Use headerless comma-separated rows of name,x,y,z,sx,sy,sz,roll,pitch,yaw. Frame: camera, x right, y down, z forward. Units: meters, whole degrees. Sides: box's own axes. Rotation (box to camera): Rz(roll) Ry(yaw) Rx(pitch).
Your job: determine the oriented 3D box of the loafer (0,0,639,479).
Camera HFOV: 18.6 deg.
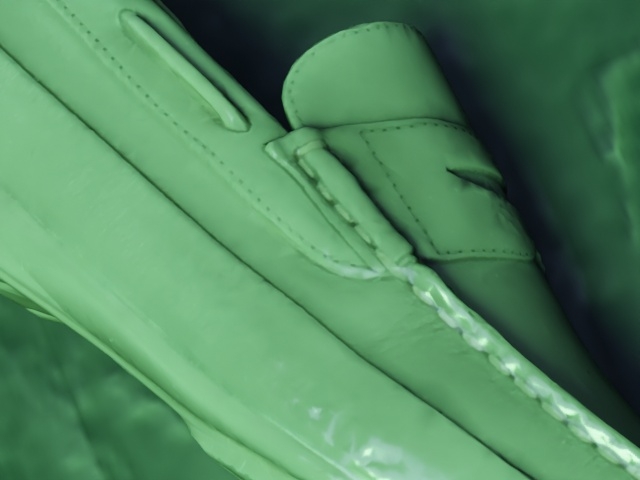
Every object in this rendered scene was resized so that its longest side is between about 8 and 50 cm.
loafer,0.000,0.000,0.463,0.319,0.112,0.111,34,85,18
